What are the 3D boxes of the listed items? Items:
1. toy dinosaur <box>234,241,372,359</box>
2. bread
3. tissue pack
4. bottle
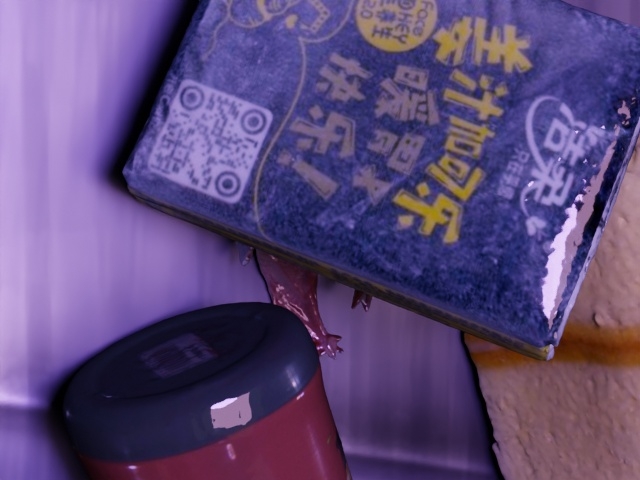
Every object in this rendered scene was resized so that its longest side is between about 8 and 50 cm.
[{"bbox_3d":[-0.001,0.000,1.093,0.108,0.032,0.220,21,81,-30],"label":"toy dinosaur"},{"bbox_3d":[0.239,0.026,1.167,0.236,0.198,0.263,-25,107,-36],"label":"bread"},{"bbox_3d":[0.042,-0.065,1.001,0.257,0.081,0.185,21,82,8],"label":"tissue pack"},{"bbox_3d":[-0.031,0.212,1.034,0.144,0.144,0.336,-28,112,-28],"label":"bottle"}]
